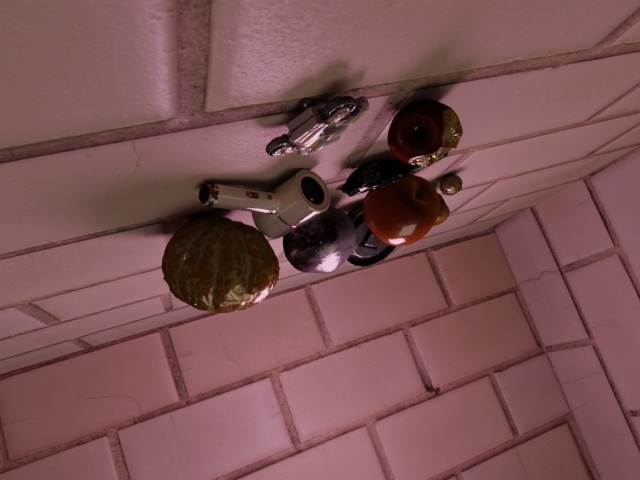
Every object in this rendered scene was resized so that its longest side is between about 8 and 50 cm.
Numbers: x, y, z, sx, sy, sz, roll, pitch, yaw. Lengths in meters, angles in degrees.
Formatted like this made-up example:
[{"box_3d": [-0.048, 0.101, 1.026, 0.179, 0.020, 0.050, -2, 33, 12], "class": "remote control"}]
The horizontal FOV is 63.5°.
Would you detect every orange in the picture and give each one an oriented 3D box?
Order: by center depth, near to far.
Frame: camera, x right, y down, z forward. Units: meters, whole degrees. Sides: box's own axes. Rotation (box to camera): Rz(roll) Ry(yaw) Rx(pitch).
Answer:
[{"box_3d": [-0.275, 0.064, 1.457, 0.329, 0.249, 0.329, 11, -163, -3], "class": "orange"}]

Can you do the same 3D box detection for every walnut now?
[{"box_3d": [0.493, -0.210, 1.953, 0.092, 0.092, 0.092, -18, 169, -4], "class": "walnut"}]

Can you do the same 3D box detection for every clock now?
[{"box_3d": [0.190, -0.028, 1.973, 0.281, 0.055, 0.280, -16, 129, -20], "class": "clock"}]

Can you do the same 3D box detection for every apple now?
[{"box_3d": [0.241, -0.250, 1.202, 0.158, 0.147, 0.156, -18, 141, -61], "class": "apple"}, {"box_3d": [0.270, -0.109, 1.706, 0.254, 0.253, 0.253, -18, 169, -4], "class": "apple"}]

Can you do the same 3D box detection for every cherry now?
[{"box_3d": [0.000, 0.000, 1.778, 0.255, 0.218, 0.296, -6, 159, -25], "class": "cherry"}]

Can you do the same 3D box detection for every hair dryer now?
[{"box_3d": [-0.165, -0.103, 1.331, 0.362, 0.128, 0.203, 5, 155, -46], "class": "hair dryer"}]

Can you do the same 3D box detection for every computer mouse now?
[{"box_3d": [0.166, -0.193, 1.485, 0.242, 0.077, 0.146, -21, -171, -13], "class": "computer mouse"}]

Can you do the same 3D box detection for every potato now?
[{"box_3d": [0.376, -0.103, 2.111, 0.176, 0.195, 0.369, 31, 161, -12], "class": "potato"}]

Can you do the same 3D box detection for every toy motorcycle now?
[{"box_3d": [-0.002, -0.230, 1.065, 0.229, 0.074, 0.151, -28, 168, 32], "class": "toy motorcycle"}]

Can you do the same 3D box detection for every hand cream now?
[{"box_3d": [0.351, -0.254, 1.654, 0.122, 0.023, 0.036, -25, 168, 6], "class": "hand cream"}]

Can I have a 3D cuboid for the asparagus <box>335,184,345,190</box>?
[{"box_3d": [0.157, -0.194, 1.601, 0.236, 0.027, 0.034, -23, 179, 19], "class": "asparagus"}]
